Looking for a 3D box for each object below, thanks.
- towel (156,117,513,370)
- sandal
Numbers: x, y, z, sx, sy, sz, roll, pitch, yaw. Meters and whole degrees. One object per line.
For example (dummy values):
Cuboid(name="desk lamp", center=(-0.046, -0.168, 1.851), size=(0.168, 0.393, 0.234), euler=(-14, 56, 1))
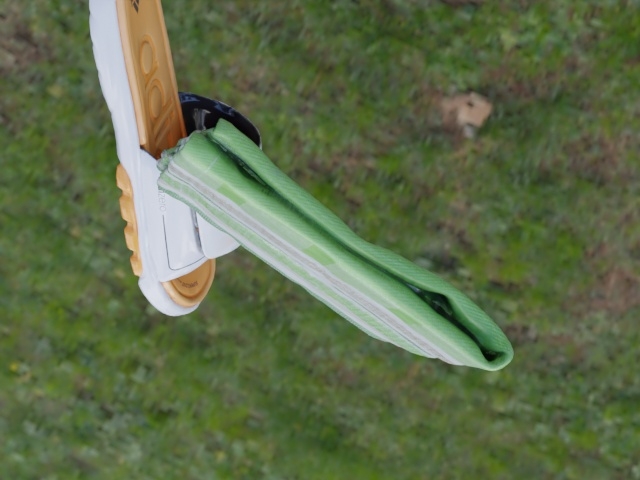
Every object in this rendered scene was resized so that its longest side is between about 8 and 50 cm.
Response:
Cuboid(name="towel", center=(0.000, 0.000, 0.484), size=(0.113, 0.023, 0.152), euler=(35, 174, -8))
Cuboid(name="sandal", center=(-0.078, -0.059, 0.913), size=(0.076, 0.102, 0.265), euler=(2, 130, 13))
